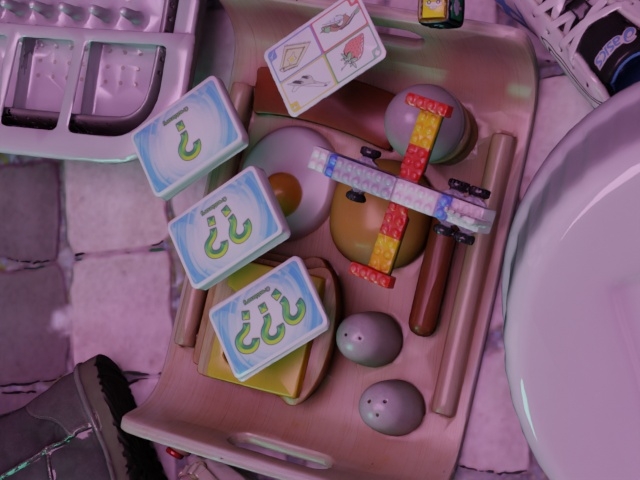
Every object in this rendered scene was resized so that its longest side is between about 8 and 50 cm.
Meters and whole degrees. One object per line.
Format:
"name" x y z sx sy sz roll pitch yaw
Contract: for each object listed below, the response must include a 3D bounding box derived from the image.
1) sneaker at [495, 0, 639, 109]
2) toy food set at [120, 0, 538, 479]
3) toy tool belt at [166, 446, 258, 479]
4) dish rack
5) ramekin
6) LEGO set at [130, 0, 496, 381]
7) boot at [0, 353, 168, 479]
"sneaker" 0.172 -0.132 0.952 0.085 0.086 0.237 -46 69 13
"toy food set" 0.000 0.000 1.001 0.219 0.092 0.306 12 88 22
"toy tool belt" -0.079 0.166 1.037 0.083 0.052 0.051 31 87 23
"dish rack" -0.189 -0.222 1.116 0.285 0.072 0.333 7 87 23
"ramekin" 0.227 0.047 0.836 0.277 0.135 0.277 3 104 13
"LEGO set" -0.002 -0.048 0.937 0.244 0.060 0.183 -31 72 24
"boot" -0.207 0.194 1.073 0.208 0.076 0.190 -28 60 10
